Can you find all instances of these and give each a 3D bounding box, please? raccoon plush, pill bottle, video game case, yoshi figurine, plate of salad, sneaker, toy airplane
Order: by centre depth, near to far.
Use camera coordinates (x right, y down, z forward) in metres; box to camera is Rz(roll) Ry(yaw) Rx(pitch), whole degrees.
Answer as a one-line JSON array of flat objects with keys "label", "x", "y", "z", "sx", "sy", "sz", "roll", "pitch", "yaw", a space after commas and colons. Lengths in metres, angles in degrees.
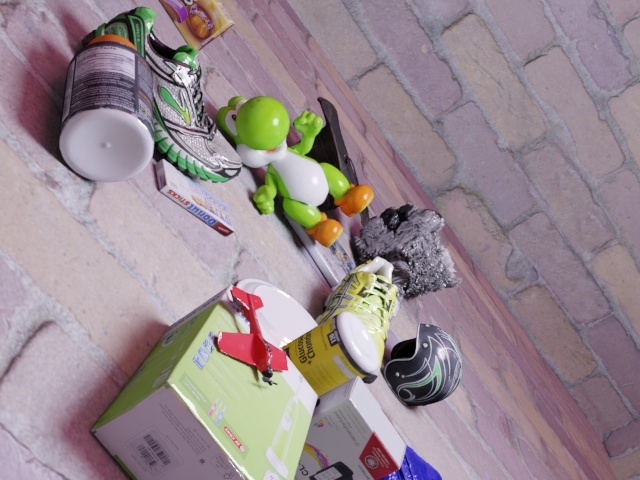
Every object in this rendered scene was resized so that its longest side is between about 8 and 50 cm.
[{"label": "toy airplane", "x": -0.083, "y": 0.119, "z": 1.057, "sx": 0.151, "sy": 0.028, "sz": 0.151, "roll": 47, "pitch": 20, "yaw": -23}, {"label": "pill bottle", "x": -0.312, "y": -0.208, "z": 1.222, "sx": 0.130, "sy": 0.130, "sz": 0.246, "roll": 43, "pitch": 23, "yaw": -38}, {"label": "pill bottle", "x": -0.010, "y": 0.193, "z": 1.263, "sx": 0.103, "sy": 0.184, "sz": 0.103, "roll": 49, "pitch": 19, "yaw": -24}, {"label": "plate of salad", "x": -0.070, "y": 0.143, "z": 1.406, "sx": 0.200, "sy": 0.048, "sz": 0.200, "roll": 36, "pitch": 20, "yaw": -15}, {"label": "sneaker", "x": -0.244, "y": -0.241, "z": 1.414, "sx": 0.343, "sy": 0.146, "sz": 0.134, "roll": 51, "pitch": 12, "yaw": -23}, {"label": "sneaker", "x": 0.072, "y": 0.137, "z": 1.583, "sx": 0.145, "sy": 0.147, "sz": 0.385, "roll": 29, "pitch": 18, "yaw": -8}, {"label": "yoshi figurine", "x": -0.063, "y": -0.163, "z": 1.709, "sx": 0.362, "sy": 0.203, "sz": 0.203, "roll": 44, "pitch": 34, "yaw": -7}, {"label": "video game case", "x": 0.000, "y": 0.000, "z": 1.884, "sx": 0.201, "sy": 0.023, "sz": 0.183, "roll": 56, "pitch": 18, "yaw": -1}, {"label": "raccoon plush", "x": 0.208, "y": 0.123, "z": 2.105, "sx": 0.446, "sy": 0.216, "sz": 0.299, "roll": -59, "pitch": 134, "yaw": -38}]

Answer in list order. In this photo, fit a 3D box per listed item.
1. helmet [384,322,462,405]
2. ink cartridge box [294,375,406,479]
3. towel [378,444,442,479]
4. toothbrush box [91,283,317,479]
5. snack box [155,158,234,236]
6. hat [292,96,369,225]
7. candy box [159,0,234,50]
[{"label": "helmet", "x": 0.232, "y": 0.272, "z": 1.814, "sx": 0.169, "sy": 0.161, "sz": 0.169, "roll": 50, "pitch": 19, "yaw": -24}, {"label": "ink cartridge box", "x": 0.013, "y": 0.294, "z": 1.174, "sx": 0.127, "sy": 0.175, "sz": 0.072, "roll": 55, "pitch": 21, "yaw": -7}, {"label": "towel", "x": 0.194, "y": 0.517, "z": 1.445, "sx": 0.227, "sy": 0.076, "sz": 0.308, "roll": 42, "pitch": 24, "yaw": -39}, {"label": "toothbrush box", "x": -0.126, "y": 0.212, "z": 1.027, "sx": 0.206, "sy": 0.122, "sz": 0.283, "roll": 53, "pitch": 19, "yaw": -11}, {"label": "snack box", "x": -0.215, "y": -0.071, "z": 1.428, "sx": 0.178, "sy": 0.022, "sz": 0.064, "roll": 38, "pitch": 25, "yaw": -46}, {"label": "hat", "x": 0.010, "y": -0.176, "z": 2.013, "sx": 0.331, "sy": 0.134, "sz": 0.331, "roll": -18, "pitch": 90, "yaw": -80}, {"label": "candy box", "x": -0.291, "y": -0.536, "z": 1.862, "sx": 0.187, "sy": 0.109, "sz": 0.053, "roll": 57, "pitch": 18, "yaw": -5}]
